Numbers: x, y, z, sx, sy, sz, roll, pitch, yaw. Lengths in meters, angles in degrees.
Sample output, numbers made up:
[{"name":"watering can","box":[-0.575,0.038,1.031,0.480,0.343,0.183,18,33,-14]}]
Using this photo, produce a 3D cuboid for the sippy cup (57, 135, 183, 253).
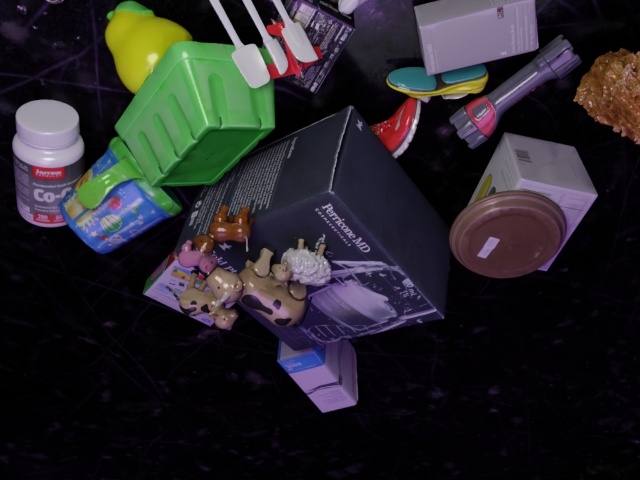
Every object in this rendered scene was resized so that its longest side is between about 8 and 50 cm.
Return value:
[{"name":"sippy cup","box":[-0.492,-0.094,1.565,0.224,0.240,0.305,-40,143,-4]}]

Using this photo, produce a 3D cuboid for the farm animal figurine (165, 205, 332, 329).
[{"name":"farm animal figurine","box":[-0.171,0.102,1.404,0.327,0.172,0.330,21,140,-6]}]

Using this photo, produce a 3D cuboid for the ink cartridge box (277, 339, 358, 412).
[{"name":"ink cartridge box","box":[-0.004,0.361,2.040,0.129,0.223,0.307,-19,130,18]}]

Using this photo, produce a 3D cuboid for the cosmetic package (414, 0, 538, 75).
[{"name":"cosmetic package","box":[0.326,-0.451,1.377,0.238,0.107,0.127,-15,134,9]}]

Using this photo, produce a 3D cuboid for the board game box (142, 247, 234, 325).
[{"name":"board game box","box":[-0.336,0.104,1.911,0.242,0.064,0.316,31,125,-26]}]

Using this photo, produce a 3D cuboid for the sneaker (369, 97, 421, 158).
[{"name":"sneaker","box":[0.133,-0.243,1.569,0.118,0.107,0.279,30,126,-18]}]

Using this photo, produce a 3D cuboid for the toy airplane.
[{"name":"toy airplane","box":[-0.061,-0.391,1.335,0.151,0.151,0.028,27,163,-23]}]

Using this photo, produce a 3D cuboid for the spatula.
[{"name":"spatula","box":[-0.128,-0.437,1.286,0.168,0.019,0.242,-31,96,-17]}]

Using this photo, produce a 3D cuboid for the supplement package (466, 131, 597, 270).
[{"name":"supplement package","box":[0.518,-0.095,1.637,0.198,0.199,0.262,10,132,-8]}]

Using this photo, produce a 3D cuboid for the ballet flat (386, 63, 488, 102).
[{"name":"ballet flat","box":[0.268,-0.354,1.489,0.231,0.077,0.077,-5,149,2]}]

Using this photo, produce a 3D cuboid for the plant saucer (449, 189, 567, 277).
[{"name":"plant saucer","box":[0.452,-0.002,1.563,0.278,0.041,0.278,2,134,3]}]

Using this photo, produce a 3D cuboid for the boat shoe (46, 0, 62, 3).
[{"name":"boat shoe","box":[-0.531,-0.562,1.298,0.075,0.065,0.206,19,130,-17]}]

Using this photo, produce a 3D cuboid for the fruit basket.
[{"name":"fruit basket","box":[-0.299,-0.337,1.404,0.283,0.392,0.392,-7,142,-39]}]

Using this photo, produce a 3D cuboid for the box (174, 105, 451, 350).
[{"name":"box","box":[0.000,0.000,1.600,0.472,0.297,0.480,-20,130,33]}]

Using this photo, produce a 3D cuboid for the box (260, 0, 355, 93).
[{"name":"box","box":[-0.032,-0.435,1.406,0.147,0.077,0.180,22,129,-18]}]

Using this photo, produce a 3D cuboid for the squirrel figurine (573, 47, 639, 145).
[{"name":"squirrel figurine","box":[0.751,-0.256,1.372,0.397,0.370,0.281,11,132,-11]}]

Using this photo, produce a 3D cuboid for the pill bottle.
[{"name":"pill bottle","box":[-0.659,-0.185,1.580,0.161,0.161,0.283,10,132,-9]}]

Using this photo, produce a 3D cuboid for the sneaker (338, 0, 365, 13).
[{"name":"sneaker","box":[0.136,-0.532,1.313,0.115,0.090,0.232,32,126,-30]}]

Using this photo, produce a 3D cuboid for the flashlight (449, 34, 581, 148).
[{"name":"flashlight","box":[0.446,-0.338,1.491,0.304,0.103,0.103,-37,119,23]}]
